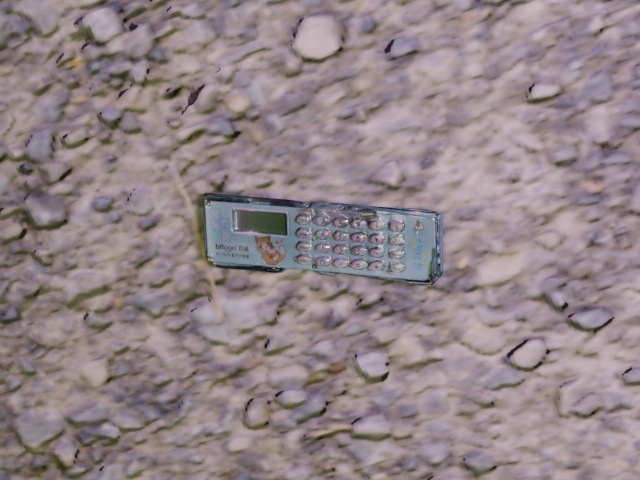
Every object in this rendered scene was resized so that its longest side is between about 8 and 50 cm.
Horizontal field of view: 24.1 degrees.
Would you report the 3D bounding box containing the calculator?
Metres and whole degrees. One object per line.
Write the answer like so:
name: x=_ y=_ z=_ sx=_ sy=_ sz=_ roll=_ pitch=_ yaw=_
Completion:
calculator: x=0.000 y=0.000 z=1.032 sx=0.172 sy=0.018 sz=0.057 roll=6 pitch=110 yaw=16
